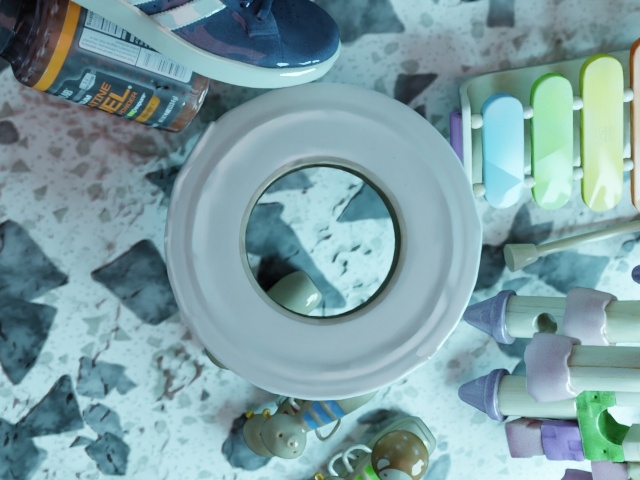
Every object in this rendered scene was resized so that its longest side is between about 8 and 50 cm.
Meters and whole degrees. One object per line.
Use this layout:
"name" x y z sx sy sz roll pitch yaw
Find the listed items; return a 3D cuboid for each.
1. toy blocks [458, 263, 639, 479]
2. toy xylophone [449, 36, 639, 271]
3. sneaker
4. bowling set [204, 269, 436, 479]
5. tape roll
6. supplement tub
"toy blocks" 0.263 0.166 1.857 0.260 0.309 0.289 -1 115 28
"toy xylophone" 0.273 -0.085 1.792 0.322 0.081 0.236 -17 118 -8
"sneaker" -0.121 -0.251 1.540 0.350 0.131 0.148 23 128 -17
"bowling set" 0.006 0.188 1.779 0.154 0.200 0.287 -36 114 3
"tape roll" 0.000 0.000 1.674 0.286 0.100 0.286 0 90 -1
"supplement tub" -0.196 -0.168 1.605 0.197 0.106 0.106 17 108 -22
